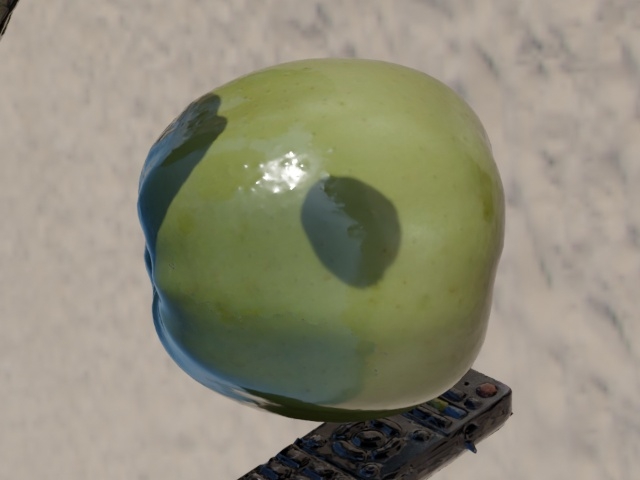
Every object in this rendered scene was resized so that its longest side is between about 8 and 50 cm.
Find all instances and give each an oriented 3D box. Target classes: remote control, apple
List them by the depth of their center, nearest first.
[{"bbox_3d":[0.000,0.000,1.642,0.357,0.357,0.357,176,90,-74],"label":"apple"},{"bbox_3d":[0.036,0.240,1.820,0.144,0.399,0.062,25,131,40],"label":"remote control"}]

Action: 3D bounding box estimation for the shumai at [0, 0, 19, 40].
[{"bbox_3d":[-0.308,-0.242,1.291,0.256,0.218,0.189,-63,30,13],"label":"shumai"}]
